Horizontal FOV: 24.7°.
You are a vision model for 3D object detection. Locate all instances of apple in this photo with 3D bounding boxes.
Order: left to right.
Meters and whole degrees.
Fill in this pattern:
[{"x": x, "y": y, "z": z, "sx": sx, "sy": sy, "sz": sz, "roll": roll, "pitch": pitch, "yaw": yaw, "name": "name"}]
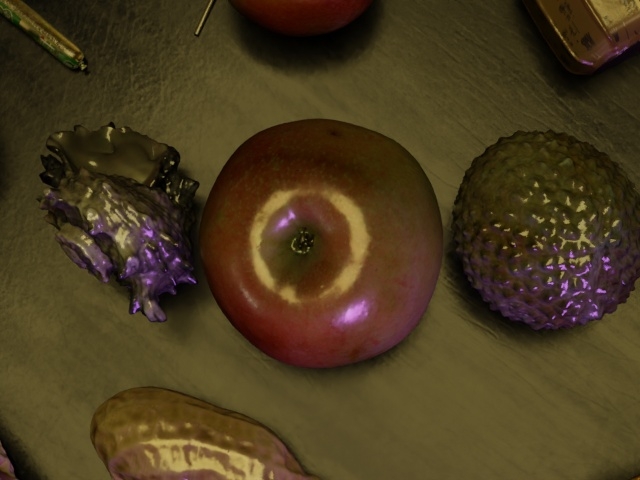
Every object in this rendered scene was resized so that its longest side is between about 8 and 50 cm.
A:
[{"x": 0.000, "y": 0.000, "z": 1.813, "sx": 0.319, "sy": 0.277, "sz": 0.319, "roll": 0, "pitch": 84, "yaw": 1, "name": "apple"}]

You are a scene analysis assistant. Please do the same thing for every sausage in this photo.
[{"x": -0.423, "y": -0.319, "z": 2.000, "sx": 0.269, "sy": 0.033, "sz": 0.033, "roll": 39, "pitch": 84, "yaw": 7, "name": "sausage"}]

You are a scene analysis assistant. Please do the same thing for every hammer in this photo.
[{"x": -0.148, "y": -0.332, "z": 2.002, "sx": 0.035, "sy": 0.019, "sz": 0.110, "roll": 25, "pitch": 85, "yaw": 5, "name": "hammer"}]

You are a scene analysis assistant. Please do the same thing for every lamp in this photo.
[{"x": 0.355, "y": -0.320, "z": 1.919, "sx": 0.161, "sy": 0.161, "sz": 0.185, "roll": -28, "pitch": 84, "yaw": -3, "name": "lamp"}]

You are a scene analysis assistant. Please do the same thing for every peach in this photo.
[{"x": -0.024, "y": -0.381, "z": 1.913, "sx": 0.231, "sy": 0.231, "sz": 0.231, "roll": 0, "pitch": 81, "yaw": 2, "name": "peach"}]

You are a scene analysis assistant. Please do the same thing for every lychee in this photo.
[{"x": 0.291, "y": -0.015, "z": 1.823, "sx": 0.255, "sy": 0.274, "sz": 0.255, "roll": -1, "pitch": 94, "yaw": -16, "name": "lychee"}]

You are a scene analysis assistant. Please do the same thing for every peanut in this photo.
[{"x": -0.138, "y": 0.285, "z": 1.846, "sx": 0.325, "sy": 0.140, "sz": 0.153, "roll": 26, "pitch": 73, "yaw": 4, "name": "peanut"}]

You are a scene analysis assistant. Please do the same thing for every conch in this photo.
[{"x": -0.267, "y": -0.032, "z": 1.845, "sx": 0.186, "sy": 0.240, "sz": 0.313, "roll": -38, "pitch": 49, "yaw": 18, "name": "conch"}]

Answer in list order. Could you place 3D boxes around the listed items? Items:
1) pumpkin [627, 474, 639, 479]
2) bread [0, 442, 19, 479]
[{"x": 0.488, "y": 0.414, "z": 1.752, "sx": 0.225, "sy": 0.256, "sz": 0.303, "roll": -8, "pitch": 58, "yaw": 5, "name": "pumpkin"}, {"x": -0.496, "y": 0.321, "z": 1.834, "sx": 0.211, "sy": 0.183, "sz": 0.224, "roll": -35, "pitch": 80, "yaw": 2, "name": "bread"}]
